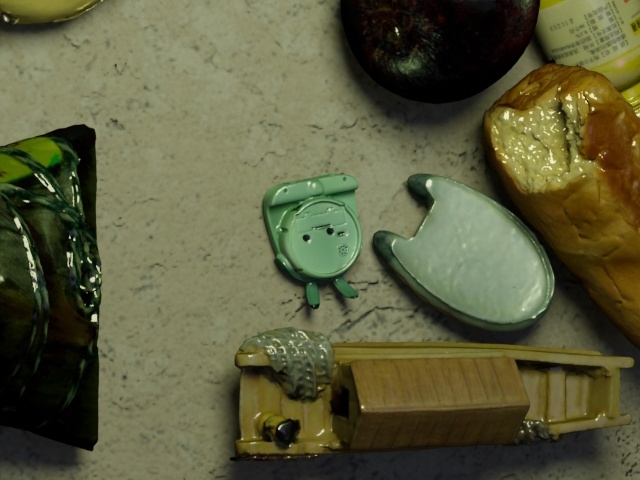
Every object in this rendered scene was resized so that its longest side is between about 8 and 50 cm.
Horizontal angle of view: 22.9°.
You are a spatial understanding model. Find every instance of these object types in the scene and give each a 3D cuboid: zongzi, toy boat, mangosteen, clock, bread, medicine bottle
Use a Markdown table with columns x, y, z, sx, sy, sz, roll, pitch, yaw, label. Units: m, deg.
| x | y | z | sx | sy | sz | roll | pitch | yaw | label |
| --- | --- | --- | --- | --- | --- | --- | --- | --- | --- |
| -0.397 | 0.044 | 1.435 | 0.383 | 0.362 | 0.319 | 3 | 88 | -60 | zongzi |
| 0.159 | 0.020 | 1.708 | 0.208 | 0.079 | 0.134 | 31 | 76 | -8 | toy boat |
| 0.132 | -0.254 | 1.617 | 0.216 | 0.216 | 0.216 | 0 | 91 | -22 | mangosteen |
| 0.000 | 0.000 | 1.651 | 0.101 | 0.041 | 0.135 | -14 | 96 | -21 | clock |
| 0.120 | 0.156 | 1.638 | 0.445 | 0.162 | 0.136 | 1 | 88 | -22 | toy boat |
| 0.308 | -0.027 | 1.687 | 0.149 | 0.195 | 0.344 | -44 | 109 | -7 | bread |
| 0.314 | -0.204 | 1.730 | 0.122 | 0.122 | 0.212 | -32 | 103 | -18 | medicine bottle |

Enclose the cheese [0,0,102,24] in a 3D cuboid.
| x | y | z | sx | sy | sz | roll | pitch | yaw | label |
| --- | --- | --- | --- | --- | --- | --- | --- | --- | --- |
| -0.244 | -0.348 | 1.495 | 0.259 | 0.128 | 0.316 | 40 | 83 | -27 | cheese |
